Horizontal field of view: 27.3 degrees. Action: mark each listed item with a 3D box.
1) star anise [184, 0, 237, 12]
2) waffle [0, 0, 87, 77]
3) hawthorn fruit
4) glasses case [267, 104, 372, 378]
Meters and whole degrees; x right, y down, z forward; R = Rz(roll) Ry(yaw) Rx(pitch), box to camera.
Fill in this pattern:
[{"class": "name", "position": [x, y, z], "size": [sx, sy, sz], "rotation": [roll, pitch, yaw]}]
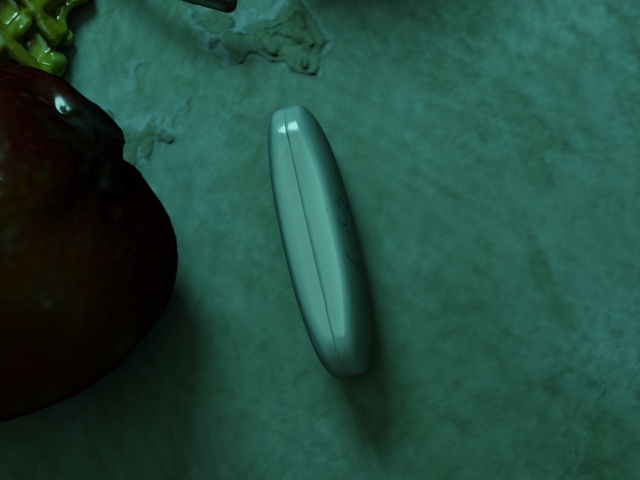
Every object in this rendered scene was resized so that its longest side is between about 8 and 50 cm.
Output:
[{"class": "star anise", "position": [-0.150, -0.412, 1.182], "size": [0.359, 0.139, 0.316], "rotation": [33, 93, 15]}, {"class": "waffle", "position": [-0.358, -0.247, 1.185], "size": [0.282, 0.058, 0.300], "rotation": [-20, 91, -13]}, {"class": "hawthorn fruit", "position": [-0.267, 0.015, 1.064], "size": [0.295, 0.295, 0.311], "rotation": [30, 93, 14]}, {"class": "glasses case", "position": [0.000, 0.000, 1.107], "size": [0.059, 0.092, 0.233], "rotation": [-14, 77, 9]}]
